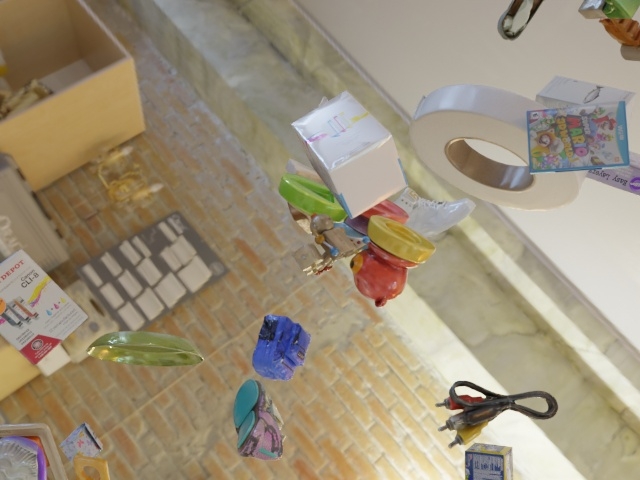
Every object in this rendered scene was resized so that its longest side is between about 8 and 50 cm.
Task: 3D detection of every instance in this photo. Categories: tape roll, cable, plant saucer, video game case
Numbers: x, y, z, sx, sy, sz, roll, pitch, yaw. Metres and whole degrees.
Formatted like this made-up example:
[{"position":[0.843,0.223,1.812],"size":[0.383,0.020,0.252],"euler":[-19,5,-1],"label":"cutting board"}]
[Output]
[{"position":[0.379,-0.193,1.364],"size":[0.391,0.072,0.392],"euler":[26,-13,6],"label":"tape roll"},{"position":[0.403,0.381,1.456],"size":[0.072,0.286,0.140],"euler":[120,-42,-65],"label":"cable"},{"position":[-0.364,0.227,1.313],"size":[0.241,0.240,0.037],"euler":[120,-27,-66],"label":"plant saucer"},{"position":[0.460,-0.184,1.124],"size":[0.015,0.166,0.119],"euler":[27,62,-71],"label":"video game case"}]

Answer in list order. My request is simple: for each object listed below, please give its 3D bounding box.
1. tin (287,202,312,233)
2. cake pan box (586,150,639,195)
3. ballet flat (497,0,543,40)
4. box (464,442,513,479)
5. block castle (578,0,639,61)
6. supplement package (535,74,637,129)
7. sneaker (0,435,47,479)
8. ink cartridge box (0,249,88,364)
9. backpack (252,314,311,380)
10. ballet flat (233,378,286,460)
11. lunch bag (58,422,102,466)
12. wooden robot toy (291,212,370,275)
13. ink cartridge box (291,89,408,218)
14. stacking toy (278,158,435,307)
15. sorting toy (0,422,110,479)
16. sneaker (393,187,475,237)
[{"position":[-0.035,-0.079,1.349],"size":[0.190,0.040,0.106],"euler":[48,35,-68],"label":"tin"},{"position":[0.660,-0.202,1.514],"size":[0.245,0.267,0.070],"euler":[23,-67,11],"label":"cake pan box"},{"position":[0.449,-0.517,1.314],"size":[0.072,0.068,0.213],"euler":[25,-57,-6],"label":"ballet flat"},{"position":[0.221,0.357,0.816],"size":[0.054,0.059,0.169],"euler":[-2,-96,27],"label":"box"},{"position":[0.552,-0.510,1.014],"size":[0.453,0.303,0.213],"euler":[28,4,-30],"label":"block castle"},{"position":[0.567,-0.274,1.357],"size":[0.179,0.105,0.105],"euler":[24,-41,31],"label":"supplement package"},{"position":[-0.360,0.342,0.688],"size":[0.102,0.294,0.146],"euler":[18,2,2],"label":"sneaker"},{"position":[-0.552,0.122,1.168],"size":[0.176,0.128,0.127],"euler":[51,-25,-16],"label":"ink cartridge box"},{"position":[-0.081,0.224,1.281],"size":[0.101,0.120,0.098],"euler":[0,-33,36],"label":"backpack"},{"position":[-0.093,0.287,0.980],"size":[0.079,0.077,0.221],"euler":[35,0,-11],"label":"ballet flat"},{"position":[-0.522,0.450,1.383],"size":[0.071,0.053,0.083],"euler":[60,16,-9],"label":"lunch bag"},{"position":[0.000,0.000,0.910],"size":[0.076,0.173,0.079],"euler":[-41,-103,32],"label":"wooden robot toy"},{"position":[0.033,-0.118,0.816],"size":[0.143,0.089,0.092],"euler":[56,-4,45],"label":"ink cartridge box"},{"position":[0.036,-0.018,1.129],"size":[0.279,0.131,0.309],"euler":[23,15,-9],"label":"stacking toy"},{"position":[-0.552,0.418,1.133],"size":[0.047,0.347,0.196],"euler":[-67,148,-64],"label":"sorting toy"},{"position":[0.339,-0.105,2.017],"size":[0.292,0.108,0.169],"euler":[-27,-79,36],"label":"sneaker"}]
